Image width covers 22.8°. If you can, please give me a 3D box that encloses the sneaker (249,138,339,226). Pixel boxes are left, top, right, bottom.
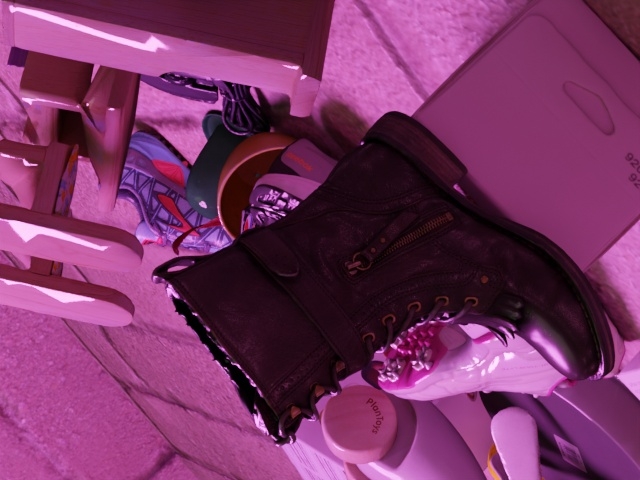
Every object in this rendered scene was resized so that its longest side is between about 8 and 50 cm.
[{"bbox_3d":[0.063,-0.015,1.663,0.271,0.108,0.100,33,145,-10],"label":"sneaker"}]

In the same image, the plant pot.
[{"bbox_3d":[-0.055,-0.068,1.762,0.134,0.134,0.095,58,-175,-34],"label":"plant pot"}]

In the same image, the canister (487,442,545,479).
[{"bbox_3d":[0.265,0.309,1.928,0.126,0.073,0.170,37,161,25],"label":"canister"}]

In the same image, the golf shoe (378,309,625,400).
[{"bbox_3d":[0.174,0.119,1.587,0.140,0.115,0.306,37,149,-18],"label":"golf shoe"}]

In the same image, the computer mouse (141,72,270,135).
[{"bbox_3d":[-0.182,-0.215,1.779,0.272,0.072,0.188,35,160,28],"label":"computer mouse"}]

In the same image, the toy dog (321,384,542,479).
[{"bbox_3d":[0.165,0.230,1.741,0.334,0.161,0.220,28,160,-1],"label":"toy dog"}]

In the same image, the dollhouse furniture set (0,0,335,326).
[{"bbox_3d":[-0.142,-0.151,1.443,0.256,0.362,0.394,12,155,-5],"label":"dollhouse furniture set"}]

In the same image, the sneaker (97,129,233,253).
[{"bbox_3d":[-0.190,-0.021,2.126,0.262,0.125,0.104,41,162,13],"label":"sneaker"}]

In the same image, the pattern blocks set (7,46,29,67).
[{"bbox_3d":[-0.253,-0.312,1.442,0.026,0.285,0.325,12,122,-5],"label":"pattern blocks set"}]

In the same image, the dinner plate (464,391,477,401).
[{"bbox_3d":[0.149,0.117,1.806,0.141,0.017,0.141,62,173,14],"label":"dinner plate"}]

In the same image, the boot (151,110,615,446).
[{"bbox_3d":[0.043,0.058,1.079,0.263,0.229,0.091,44,157,9],"label":"boot"}]

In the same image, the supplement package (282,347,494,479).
[{"bbox_3d":[0.082,0.234,1.969,0.203,0.194,0.149,24,153,47],"label":"supplement package"}]

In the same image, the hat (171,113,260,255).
[{"bbox_3d":[-0.141,-0.034,1.897,0.173,0.183,0.208,36,160,27],"label":"hat"}]

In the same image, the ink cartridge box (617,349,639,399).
[{"bbox_3d":[0.384,0.153,1.288,0.237,0.100,0.172,46,163,-2],"label":"ink cartridge box"}]

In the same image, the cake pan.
[{"bbox_3d":[0.282,0.209,1.709,0.293,0.054,0.293,39,161,17],"label":"cake pan"}]

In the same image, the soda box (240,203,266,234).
[{"bbox_3d":[0.000,0.000,1.715,0.169,0.060,0.053,12,156,-21],"label":"soda box"}]

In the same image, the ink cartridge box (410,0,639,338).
[{"bbox_3d":[0.151,-0.055,1.240,0.171,0.168,0.232,46,161,1],"label":"ink cartridge box"}]
